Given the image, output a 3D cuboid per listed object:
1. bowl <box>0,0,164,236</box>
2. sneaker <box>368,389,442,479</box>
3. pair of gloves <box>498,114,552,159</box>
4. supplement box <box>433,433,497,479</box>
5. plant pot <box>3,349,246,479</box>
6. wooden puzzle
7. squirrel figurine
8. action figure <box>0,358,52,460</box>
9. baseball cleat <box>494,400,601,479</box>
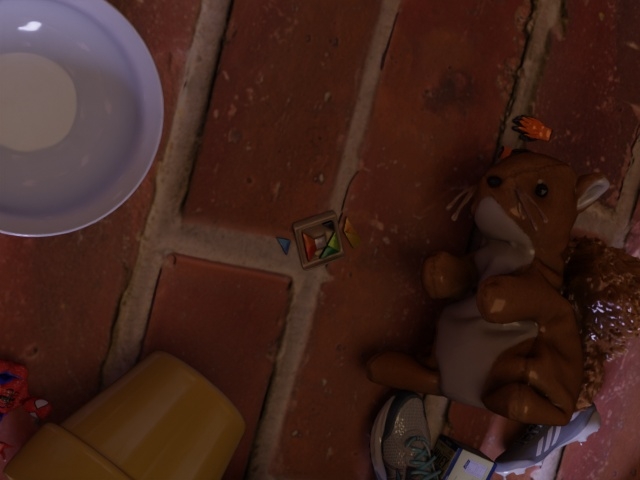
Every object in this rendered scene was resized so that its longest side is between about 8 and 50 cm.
[{"bbox_3d":[-0.343,-0.161,1.150,0.297,0.134,0.298,-5,103,-20],"label":"bowl"},{"bbox_3d":[0.150,0.364,1.445,0.110,0.122,0.283,0,88,-37],"label":"sneaker"},{"bbox_3d":[0.314,-0.147,1.488,0.074,0.010,0.083,21,93,-25],"label":"pair of gloves"},{"bbox_3d":[0.215,0.363,1.530,0.083,0.056,0.083,28,90,-25],"label":"supplement box"},{"bbox_3d":[-0.228,0.282,1.244,0.239,0.254,0.254,-49,115,-23],"label":"plant pot"},{"bbox_3d":[0.000,0.000,1.389,0.116,0.014,0.079,-26,109,-15],"label":"wooden puzzle"},{"bbox_3d":[0.313,0.068,1.432,0.397,0.281,0.371,14,85,-38],"label":"squirrel figurine"},{"bbox_3d":[-0.451,0.171,1.180,0.280,0.139,0.091,28,91,-27],"label":"action figure"},{"bbox_3d":[0.356,0.301,1.578,0.206,0.072,0.109,-22,95,-22],"label":"baseball cleat"}]
